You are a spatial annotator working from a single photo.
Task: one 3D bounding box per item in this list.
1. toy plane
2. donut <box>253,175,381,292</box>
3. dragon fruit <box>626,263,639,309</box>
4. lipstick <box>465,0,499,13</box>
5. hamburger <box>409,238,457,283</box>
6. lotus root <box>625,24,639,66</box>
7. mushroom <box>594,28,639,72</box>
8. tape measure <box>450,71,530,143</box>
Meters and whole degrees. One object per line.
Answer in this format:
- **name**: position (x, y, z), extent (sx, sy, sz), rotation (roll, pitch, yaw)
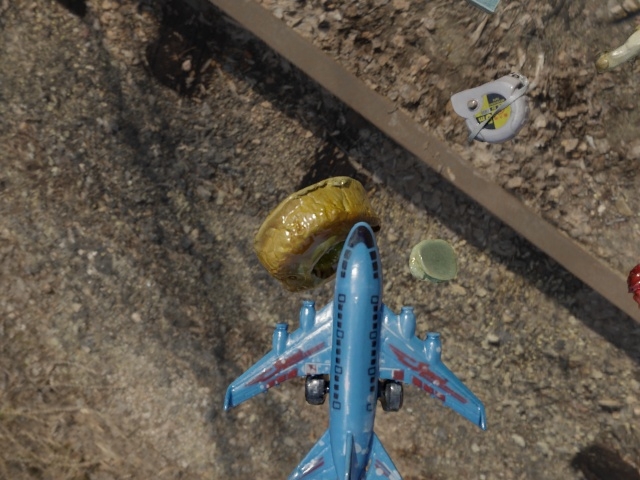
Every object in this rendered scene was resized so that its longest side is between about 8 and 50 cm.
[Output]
- **toy plane**: position (0.036, 0.118, 0.584), extent (0.254, 0.105, 0.271), rotation (3, 76, 6)
- **donut**: position (0.000, 0.000, 1.357), extent (0.330, 0.330, 0.159), rotation (-48, 65, 35)
- **dragon fruit**: position (0.595, 0.165, 0.884), extent (0.330, 0.303, 0.240), rotation (50, 145, 34)
- **lipstick**: position (0.391, -0.760, 1.682), extent (0.290, 0.076, 0.077), rotation (30, 108, -1)
- **hamburger**: position (0.323, 0.059, 1.659), extent (0.140, 0.133, 0.062), rotation (4, 156, -25)
- **lotus root**: position (0.871, -0.539, 1.577), extent (0.073, 0.150, 0.062), rotation (36, 167, 0)
- **mushroom**: position (0.771, -0.485, 1.419), extent (0.202, 0.059, 0.054), rotation (-31, 145, 31)
- **tape measure**: position (0.534, -0.395, 1.778), extent (0.236, 0.120, 0.197), rotation (-13, 90, 37)
